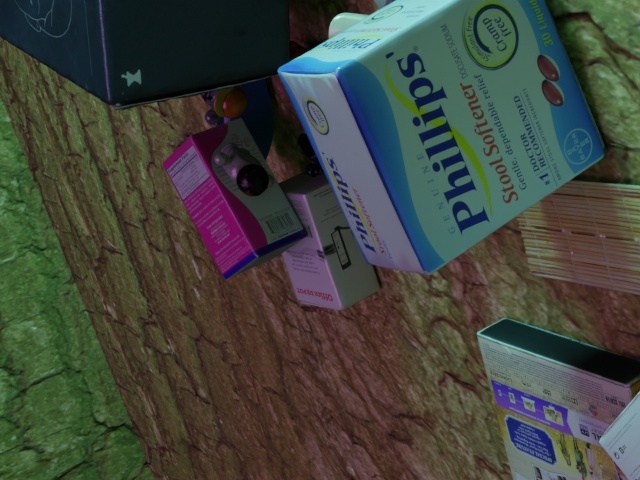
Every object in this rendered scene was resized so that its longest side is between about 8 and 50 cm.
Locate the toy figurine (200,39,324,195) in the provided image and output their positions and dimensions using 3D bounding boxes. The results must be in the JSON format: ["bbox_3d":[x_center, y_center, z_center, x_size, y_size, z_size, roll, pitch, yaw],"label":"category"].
[{"bbox_3d":[-0.065,-0.178,2.116,0.148,0.210,0.213,-130,26,-60],"label":"toy figurine"}]

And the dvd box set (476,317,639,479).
[{"bbox_3d":[0.374,0.331,1.942,0.308,0.062,0.420,16,127,57],"label":"dvd box set"}]

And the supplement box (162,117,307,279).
[{"bbox_3d":[-0.139,-0.067,2.256,0.114,0.111,0.220,-34,82,51],"label":"supplement box"}]

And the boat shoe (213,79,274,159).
[{"bbox_3d":[-0.129,-0.234,2.346,0.089,0.109,0.258,38,128,55],"label":"boat shoe"}]

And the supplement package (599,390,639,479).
[{"bbox_3d":[0.447,0.155,1.405,0.145,0.262,0.204,52,152,21],"label":"supplement package"}]

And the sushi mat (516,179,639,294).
[{"bbox_3d":[0.344,-0.006,1.732,0.316,0.019,0.151,11,122,59],"label":"sushi mat"}]

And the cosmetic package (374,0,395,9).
[{"bbox_3d":[0.074,-0.411,1.740,0.238,0.127,0.107,59,154,14],"label":"cosmetic package"}]

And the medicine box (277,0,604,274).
[{"bbox_3d":[0.143,-0.146,1.636,0.149,0.289,0.263,10,129,60],"label":"medicine box"}]

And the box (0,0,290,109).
[{"bbox_3d":[-0.285,-0.492,2.004,0.472,0.297,0.479,35,133,53],"label":"box"}]

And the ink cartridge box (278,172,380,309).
[{"bbox_3d":[0.000,0.000,2.307,0.148,0.086,0.203,9,121,59],"label":"ink cartridge box"}]

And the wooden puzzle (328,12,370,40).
[{"bbox_3d":[0.118,-0.172,1.842,0.221,0.044,0.238,10,129,15],"label":"wooden puzzle"}]
